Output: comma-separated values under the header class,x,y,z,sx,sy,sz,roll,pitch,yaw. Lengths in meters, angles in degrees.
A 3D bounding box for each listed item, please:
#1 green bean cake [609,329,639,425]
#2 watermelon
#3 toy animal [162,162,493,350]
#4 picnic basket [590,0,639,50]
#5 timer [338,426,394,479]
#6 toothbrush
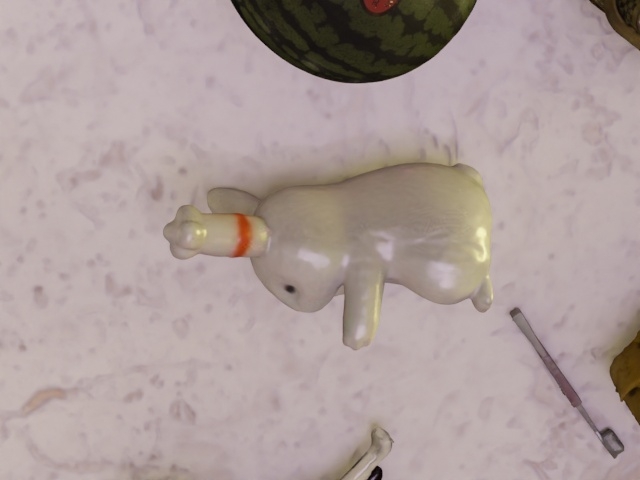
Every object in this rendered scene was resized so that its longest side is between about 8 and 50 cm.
class,x,y,z,sx,sy,sz,roll,pitch,yaw
green bean cake,0.408,0.121,1.370,0.229,0.131,0.224,35,104,-22
watermelon,0.024,-0.228,1.141,0.212,0.212,0.212,-3,111,-7
toy animal,0.008,0.013,1.271,0.282,0.140,0.138,-8,103,-9
picnic basket,0.359,-0.249,1.216,0.165,0.139,0.267,30,104,-18
timer,-0.041,0.286,1.376,0.266,0.175,0.175,-21,113,-17
toothbrush,0.236,0.139,1.413,0.017,0.014,0.194,-37,111,7
